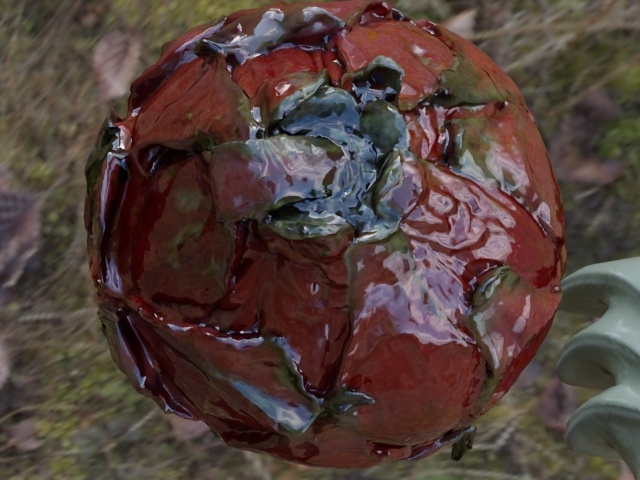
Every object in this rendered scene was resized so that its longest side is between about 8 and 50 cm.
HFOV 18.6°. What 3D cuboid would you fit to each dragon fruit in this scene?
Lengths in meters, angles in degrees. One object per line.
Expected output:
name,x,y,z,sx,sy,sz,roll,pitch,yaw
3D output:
dragon fruit,0.000,0.000,0.955,0.244,0.299,0.244,-1,83,8

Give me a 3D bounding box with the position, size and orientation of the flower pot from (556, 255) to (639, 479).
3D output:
flower pot,0.295,0.093,1.277,0.164,0.254,0.367,12,30,-35
